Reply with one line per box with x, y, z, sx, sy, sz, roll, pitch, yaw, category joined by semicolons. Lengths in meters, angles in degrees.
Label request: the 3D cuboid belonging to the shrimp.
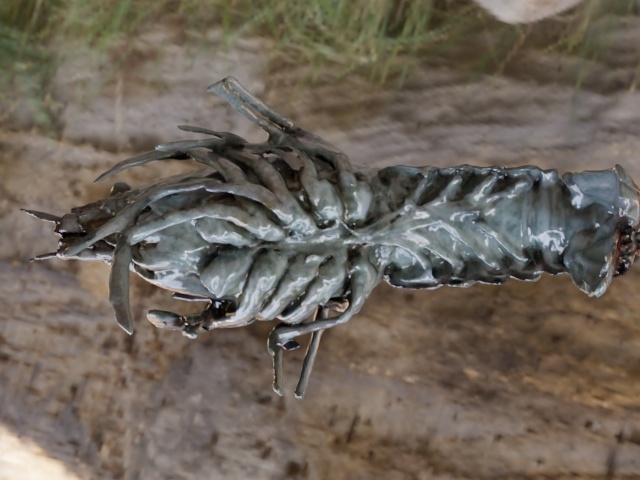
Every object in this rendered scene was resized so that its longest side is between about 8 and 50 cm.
-0.003;-0.001;0.783;0.411;0.221;0.166;-3;-169;-3;shrimp
